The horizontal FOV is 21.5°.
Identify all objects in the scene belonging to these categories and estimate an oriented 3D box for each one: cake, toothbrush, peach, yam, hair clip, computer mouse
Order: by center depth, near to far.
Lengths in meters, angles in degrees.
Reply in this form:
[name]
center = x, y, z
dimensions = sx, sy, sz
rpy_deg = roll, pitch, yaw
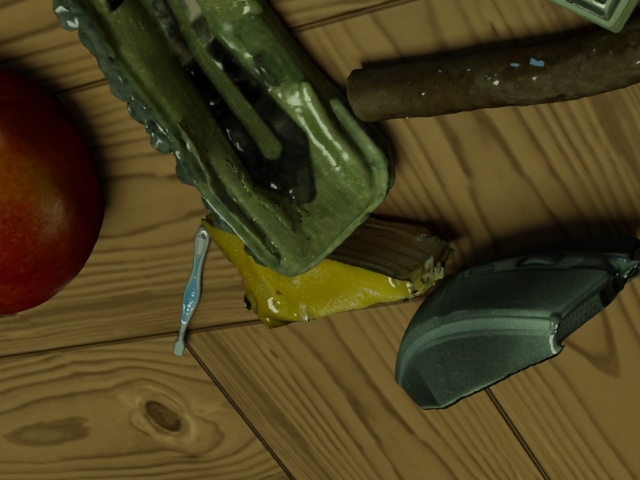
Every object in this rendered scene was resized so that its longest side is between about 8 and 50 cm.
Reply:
[yam]
center = 0.157, -0.110, 1.018
dimensions = 0.326, 0.045, 0.045
rpy_deg = -6, 164, 35
[hair clip]
center = -0.077, -0.117, 1.091
dimensions = 0.091, 0.138, 0.321
rpy_deg = 25, 154, 54
[computer mouse]
center = 0.126, 0.045, 1.153
dimensions = 0.071, 0.126, 0.231
rpy_deg = 56, 141, -2
[cake]
center = 0.003, -0.002, 1.215
dimensions = 0.185, 0.080, 0.116
rpy_deg = -18, 111, 53
[peach]
center = -0.251, -0.040, 1.266
dimensions = 0.190, 0.192, 0.190
rpy_deg = 4, 97, 30
[toothbrush]
center = -0.104, 0.043, 1.349
dimensions = 0.014, 0.017, 0.162
rpy_deg = 18, 141, 1

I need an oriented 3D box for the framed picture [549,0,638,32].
[framed picture]
center = 0.119, -0.250, 0.883
dimensions = 0.217, 0.017, 0.274
rpy_deg = 25, 134, 2
